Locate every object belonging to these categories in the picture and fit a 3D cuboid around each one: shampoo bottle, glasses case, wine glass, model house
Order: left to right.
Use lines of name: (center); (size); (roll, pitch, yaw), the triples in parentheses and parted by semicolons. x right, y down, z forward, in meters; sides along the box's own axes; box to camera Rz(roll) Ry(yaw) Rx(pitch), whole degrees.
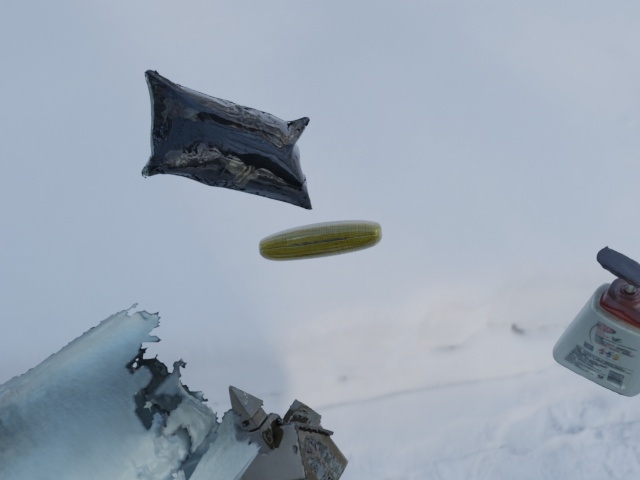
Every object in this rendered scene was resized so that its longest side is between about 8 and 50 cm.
wine glass: (-0.179, 0.173, 0.350); (0.143, 0.143, 0.321); (37, 64, 25)
model house: (-0.084, 0.349, 1.317); (0.248, 0.180, 0.176); (56, 39, -14)
glasses case: (0.000, 0.000, 1.340); (0.234, 0.064, 0.079); (-8, 6, 6)
shampoo bottle: (0.432, 0.119, 1.049); (0.153, 0.284, 0.071); (27, 59, 28)

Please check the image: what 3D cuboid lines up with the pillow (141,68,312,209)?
pillow: (-0.072, -0.078, 0.575); (0.150, 0.048, 0.090); (11, 44, -33)
